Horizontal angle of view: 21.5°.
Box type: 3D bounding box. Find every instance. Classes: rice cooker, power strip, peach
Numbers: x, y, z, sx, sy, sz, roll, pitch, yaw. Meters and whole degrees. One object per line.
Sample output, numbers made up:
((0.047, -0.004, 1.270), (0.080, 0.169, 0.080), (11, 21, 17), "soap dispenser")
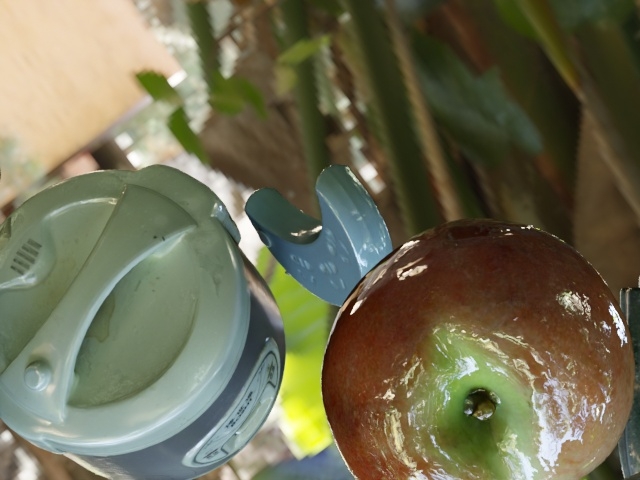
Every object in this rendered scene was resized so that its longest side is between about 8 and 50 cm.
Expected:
((-0.180, 0.086, 1.626), (0.288, 0.288, 0.277), (-37, 158, -4), "rice cooker")
((0.000, 0.000, 1.594), (0.044, 0.137, 0.216), (-38, -172, -23), "power strip")
((0.120, 0.100, 1.330), (0.252, 0.252, 0.252), (-37, -176, 3), "peach")

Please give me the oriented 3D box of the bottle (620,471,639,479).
((0.330, 0.232, 1.495), (0.082, 0.082, 0.286), (-34, 163, 37), "bottle")

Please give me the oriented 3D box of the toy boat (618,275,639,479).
((0.397, 0.191, 1.854), (0.141, 0.319, 0.092), (3, 169, 1), "toy boat")
